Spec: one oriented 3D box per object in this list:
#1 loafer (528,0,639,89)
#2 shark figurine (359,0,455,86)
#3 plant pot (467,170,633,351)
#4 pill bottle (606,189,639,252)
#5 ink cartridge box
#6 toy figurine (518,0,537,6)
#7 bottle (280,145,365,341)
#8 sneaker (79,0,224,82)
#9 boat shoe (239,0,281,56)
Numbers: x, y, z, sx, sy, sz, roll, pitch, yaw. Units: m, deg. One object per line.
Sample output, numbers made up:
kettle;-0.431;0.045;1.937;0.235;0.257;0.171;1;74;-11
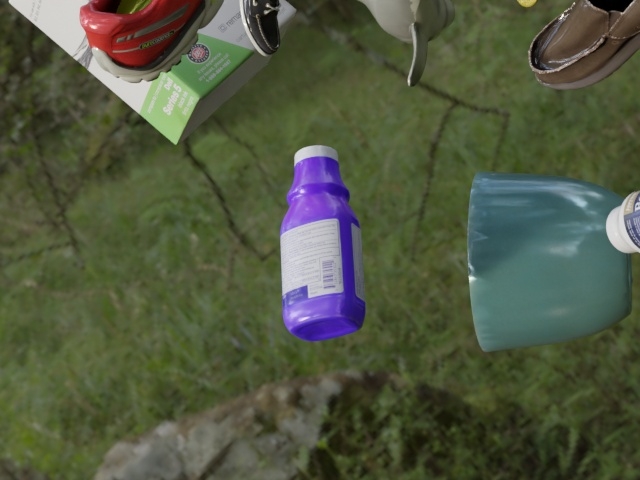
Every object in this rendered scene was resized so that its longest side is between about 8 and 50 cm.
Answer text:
loafer;0.418;-0.342;1.833;0.366;0.130;0.133;-32;42;50
shark figurine;0.043;-0.241;1.023;0.116;0.278;0.166;10;54;16
plant pot;0.373;0.029;2.020;0.235;0.293;0.293;-3;32;17
pill bottle;0.464;-0.032;1.717;0.094;0.094;0.169;-48;9;-25
ink cartridge box;-0.201;-0.281;1.519;0.198;0.273;0.115;-48;-2;-34
toy figurine;0.343;-0.485;1.925;0.148;0.209;0.213;-32;2;-35
bottle;0.000;0.000;1.839;0.118;0.092;0.282;-16;61;25
sneaker;-0.121;-0.274;1.162;0.107;0.118;0.279;24;76;24
boat shoe;-0.064;-0.266;1.397;0.038;0.125;0.046;-14;-1;32
